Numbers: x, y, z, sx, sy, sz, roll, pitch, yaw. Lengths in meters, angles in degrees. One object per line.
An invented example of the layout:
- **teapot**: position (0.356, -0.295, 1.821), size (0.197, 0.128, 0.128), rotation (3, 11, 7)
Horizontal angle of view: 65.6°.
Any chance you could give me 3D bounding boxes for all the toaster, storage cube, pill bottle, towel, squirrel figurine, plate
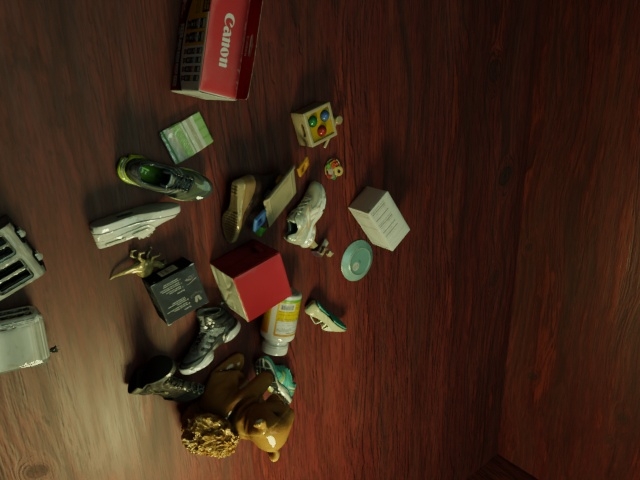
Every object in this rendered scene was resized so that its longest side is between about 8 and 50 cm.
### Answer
- **toaster**: position (-0.838, 0.049, 1.285), size (0.185, 0.110, 0.168), rotation (-37, 123, -25)
- **toaster**: position (-0.836, 0.270, 1.345), size (0.226, 0.129, 0.147), rotation (-10, 108, -36)
- **storage cube**: position (-0.246, 0.135, 1.755), size (0.193, 0.183, 0.215), rotation (-30, 122, -27)
- **pill bottle**: position (-0.158, 0.309, 1.913), size (0.136, 0.136, 0.246), rotation (3, 102, -40)
- **towel**: position (-0.424, -0.325, 1.574), size (0.152, 0.023, 0.113), rotation (-39, 127, -27)
- **squirrel figurine**: position (-0.290, 0.645, 1.752), size (0.396, 0.370, 0.281), rotation (-27, 120, -31)
- **plate**: position (0.169, 0.091, 2.191), size (0.188, 0.024, 0.188), rotation (-14, 113, -37)

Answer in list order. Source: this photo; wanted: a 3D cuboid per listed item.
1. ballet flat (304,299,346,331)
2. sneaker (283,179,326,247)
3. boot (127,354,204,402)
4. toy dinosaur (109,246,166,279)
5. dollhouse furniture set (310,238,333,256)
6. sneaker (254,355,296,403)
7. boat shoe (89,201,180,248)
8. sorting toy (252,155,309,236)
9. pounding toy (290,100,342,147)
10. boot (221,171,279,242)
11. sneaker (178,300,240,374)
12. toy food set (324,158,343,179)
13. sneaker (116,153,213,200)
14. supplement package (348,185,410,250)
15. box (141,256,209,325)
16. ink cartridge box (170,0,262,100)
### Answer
- **ballet flat**: position (0.017, 0.335, 2.116), size (0.086, 0.086, 0.248), rotation (-54, 128, -13)
- **sneaker**: position (-0.064, -0.105, 1.892), size (0.121, 0.099, 0.263), rotation (11, 96, -37)
- **boot**: position (-0.486, 0.473, 1.660), size (0.229, 0.263, 0.091), rotation (28, 44, -37)
- **toy dinosaur**: position (-0.565, 0.074, 1.558), size (0.183, 0.053, 0.093), rotation (-15, 114, -36)
- **dollhouse furniture set**: position (0.000, 0.000, 1.994), size (0.114, 0.090, 0.081), rotation (51, 55, -34)
- **sneaker**: position (-0.179, 0.549, 2.016), size (0.110, 0.106, 0.275), rotation (-58, 139, -35)
- **boat shoe**: position (-0.551, -0.046, 1.506), size (0.267, 0.096, 0.088), rotation (-23, 121, -31)
- **sorting toy**: position (-0.151, -0.163, 1.772), size (0.348, 0.047, 0.196), rotation (-55, 167, -24)
- **pounding toy**: position (0.017, -0.424, 1.856), size (0.206, 0.094, 0.181), rotation (-32, 122, -28)
- **boot**: position (-0.237, -0.118, 1.750), size (0.206, 0.090, 0.249), rotation (-18, 130, -49)
- **sneaker**: position (-0.412, 0.331, 1.738), size (0.268, 0.101, 0.153), rotation (-43, 126, -29)
- **toy food set**: position (0.050, -0.284, 1.977), size (0.082, 0.020, 0.083), rotation (-39, 125, -24)
- **sneaker**: position (-0.459, -0.179, 1.520), size (0.299, 0.121, 0.111), rotation (9, 98, -41)
- **supplement package**: position (0.253, -0.094, 2.126), size (0.134, 0.139, 0.244), rotation (-49, 129, -15)
- **box**: position (-0.475, 0.164, 1.633), size (0.156, 0.093, 0.158), rotation (-30, 120, -29)
- **ink cartridge box**: position (-0.302, -0.571, 1.428), size (0.130, 0.271, 0.310), rotation (2, 102, -40)
